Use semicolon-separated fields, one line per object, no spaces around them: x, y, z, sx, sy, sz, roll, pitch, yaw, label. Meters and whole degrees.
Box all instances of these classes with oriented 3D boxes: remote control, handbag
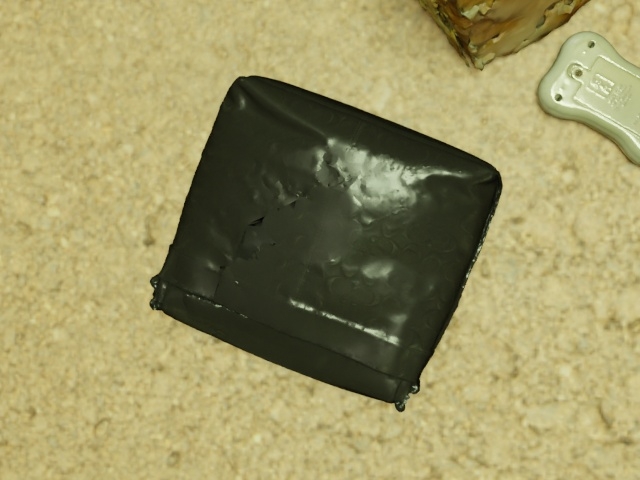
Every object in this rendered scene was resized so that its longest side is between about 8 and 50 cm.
0.239;-0.113;0.677;0.122;0.032;0.074;32;95;6;remote control
0.000;0.000;0.687;0.246;0.080;0.223;22;94;7;handbag

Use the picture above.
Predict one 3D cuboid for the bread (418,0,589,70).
0.151;-0.302;0.574;0.315;0.279;0.248;-41;79;18;bread
